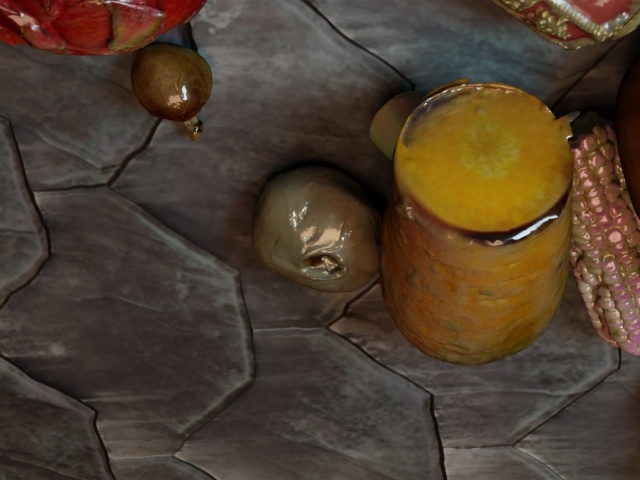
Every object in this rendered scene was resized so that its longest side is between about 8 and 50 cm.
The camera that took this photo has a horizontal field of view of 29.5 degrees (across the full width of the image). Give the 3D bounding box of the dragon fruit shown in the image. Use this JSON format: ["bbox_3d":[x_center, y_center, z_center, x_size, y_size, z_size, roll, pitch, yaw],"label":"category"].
[{"bbox_3d":[-0.220,-0.306,1.141,0.342,0.277,0.277,-1,130,29],"label":"dragon fruit"}]

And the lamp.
[{"bbox_3d":[0.216,-0.307,1.190,0.274,0.177,0.177,31,124,-22],"label":"lamp"}]

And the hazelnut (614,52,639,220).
[{"bbox_3d":[0.494,-0.084,1.253,0.359,0.359,0.409,-31,124,25],"label":"hazelnut"}]

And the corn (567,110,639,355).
[{"bbox_3d":[0.344,-0.003,1.445,0.126,0.127,0.335,-20,123,18],"label":"corn"}]

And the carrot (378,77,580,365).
[{"bbox_3d":[0.174,-0.001,1.355,0.224,0.224,0.341,1,153,3],"label":"carrot"}]

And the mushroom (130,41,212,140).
[{"bbox_3d":[-0.158,-0.164,1.382,0.088,0.073,0.130,-37,128,-11],"label":"mushroom"}]

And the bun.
[{"bbox_3d":[0.000,0.000,1.470,0.173,0.113,0.167,12,128,-3],"label":"bun"}]

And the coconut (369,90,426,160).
[{"bbox_3d":[0.099,-0.132,1.386,0.083,0.081,0.082,-46,144,14],"label":"coconut"}]
